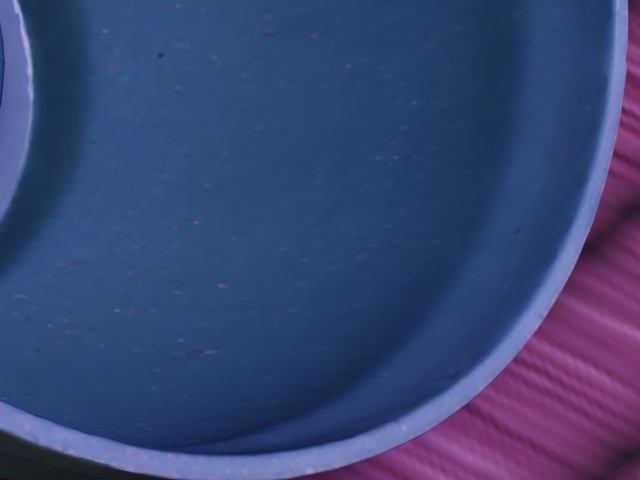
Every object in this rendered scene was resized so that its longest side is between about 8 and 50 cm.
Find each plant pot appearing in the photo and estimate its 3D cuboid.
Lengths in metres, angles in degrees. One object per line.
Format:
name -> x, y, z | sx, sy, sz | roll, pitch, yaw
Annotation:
plant pot -> -0.092, -0.074, 0.470 | 0.293, 0.196, 0.293 | 13, 69, -39

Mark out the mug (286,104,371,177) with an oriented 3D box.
mug -> 0.004, 0.001, 0.575 | 0.062, 0.078, 0.064 | 26, 68, -39
